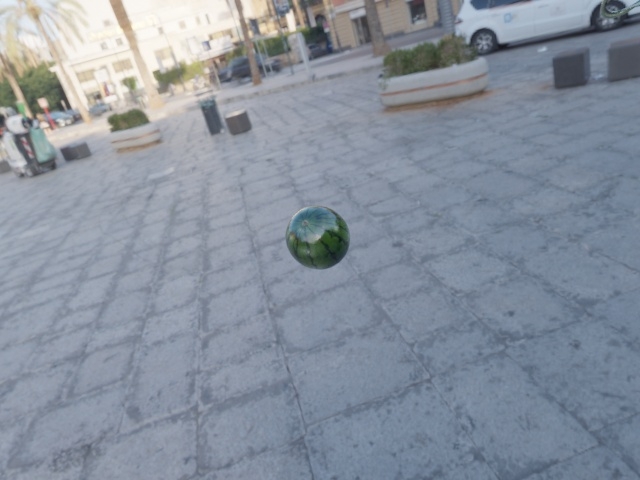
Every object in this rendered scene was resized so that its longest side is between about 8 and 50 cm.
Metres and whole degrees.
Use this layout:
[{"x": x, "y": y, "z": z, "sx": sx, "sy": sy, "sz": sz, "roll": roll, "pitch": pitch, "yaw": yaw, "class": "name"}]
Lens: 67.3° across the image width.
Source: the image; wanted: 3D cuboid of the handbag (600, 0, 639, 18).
[{"x": 0.647, "y": -0.503, "z": 0.834, "sx": 0.241, "sy": 0.109, "sz": 0.315, "roll": 8, "pitch": -37, "yaw": -34, "class": "handbag"}]

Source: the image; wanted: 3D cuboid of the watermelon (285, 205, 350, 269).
[{"x": -0.002, "y": 0.000, "z": 0.730, "sx": 0.109, "sy": 0.109, "sz": 0.109, "roll": -15, "pitch": 21, "yaw": 6, "class": "watermelon"}]
